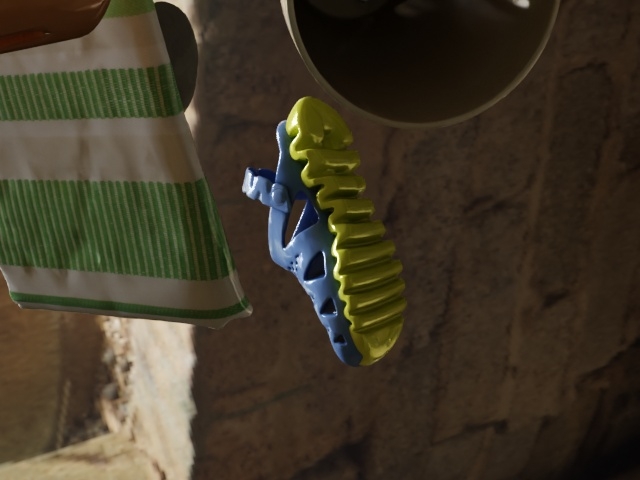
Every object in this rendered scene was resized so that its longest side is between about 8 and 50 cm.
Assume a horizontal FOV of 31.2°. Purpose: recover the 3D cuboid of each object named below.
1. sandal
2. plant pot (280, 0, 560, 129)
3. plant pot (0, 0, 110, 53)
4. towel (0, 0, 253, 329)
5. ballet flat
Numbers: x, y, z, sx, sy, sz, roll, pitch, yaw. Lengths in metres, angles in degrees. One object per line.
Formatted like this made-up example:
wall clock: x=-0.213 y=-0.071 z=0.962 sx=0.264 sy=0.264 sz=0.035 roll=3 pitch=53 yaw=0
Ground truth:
sandal: x=0.000 y=0.000 z=1.337 sx=0.138 sy=0.126 sz=0.317 roll=-27 pitch=70 yaw=31
plant pot: x=0.063 y=-0.263 z=1.127 sx=0.274 sy=0.256 sz=0.257 roll=-128 pitch=35 yaw=-68
plant pot: x=-0.194 y=-0.192 z=0.476 sx=0.291 sy=0.203 sz=0.291 roll=179 pitch=90 yaw=-68
towel: x=-0.185 y=-0.085 z=0.826 sx=0.247 sy=0.038 sz=0.325 roll=3 pitch=120 yaw=34
ballet flat: x=-0.164 y=-0.085 z=1.002 sx=0.058 sy=0.084 sz=0.250 roll=10 pitch=91 yaw=55
